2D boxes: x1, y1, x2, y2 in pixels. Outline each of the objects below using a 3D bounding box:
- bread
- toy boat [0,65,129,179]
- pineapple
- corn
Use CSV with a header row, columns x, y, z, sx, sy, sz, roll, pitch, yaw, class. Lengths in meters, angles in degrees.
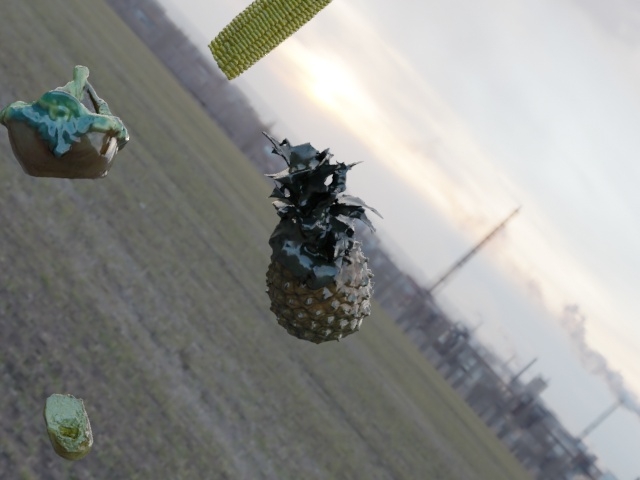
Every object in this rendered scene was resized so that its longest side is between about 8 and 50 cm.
x,y,z,sx,sy,sz,roll,pitch,yaw,class
-0.336,0.254,1.397,0.066,0.060,0.110,32,-33,17,bread
-0.234,-0.105,0.978,0.108,0.099,0.293,5,12,-11,toy boat
0.000,0.000,0.992,0.125,0.125,0.251,48,-21,31,pineapple
-0.067,-0.351,1.626,0.081,0.248,0.081,50,12,-15,corn
